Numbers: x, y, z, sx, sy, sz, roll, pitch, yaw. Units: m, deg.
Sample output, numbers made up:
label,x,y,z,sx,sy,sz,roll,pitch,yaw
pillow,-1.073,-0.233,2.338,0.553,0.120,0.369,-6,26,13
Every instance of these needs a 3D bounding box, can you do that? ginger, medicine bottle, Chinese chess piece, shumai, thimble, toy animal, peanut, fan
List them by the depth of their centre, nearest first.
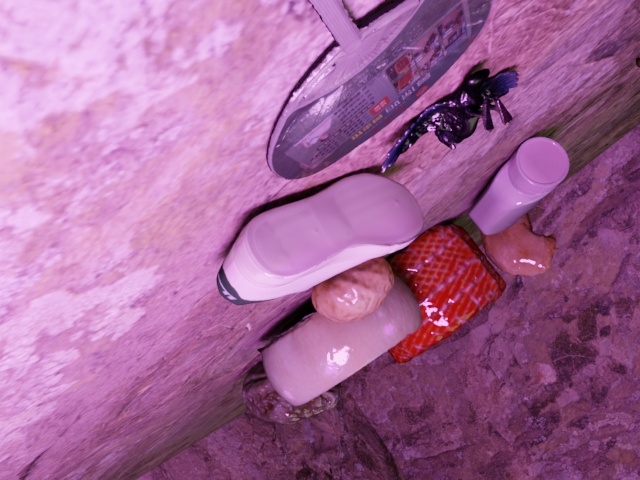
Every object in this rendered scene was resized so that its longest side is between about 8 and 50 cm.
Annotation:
label,x,y,z,sx,sy,sz,roll,pitch,yaw
fan,0.056,-0.141,0.445,0.223,0.012,0.294,-32,168,-16
toy animal,0.153,-0.136,0.644,0.220,0.062,0.108,-32,-175,-19
peanut,0.060,0.082,1.036,0.159,0.109,0.140,-24,-177,-27
Chinese chess piece,0.041,0.197,1.248,0.349,0.146,0.349,-33,173,-4
medicine bottle,0.426,-0.113,1.294,0.161,0.111,0.296,-35,169,-8
ginger,0.475,-0.013,1.490,0.152,0.267,0.138,-19,147,-11
thimble,0.266,0.132,1.494,0.350,0.231,0.350,-35,169,-8
shumai,-0.089,0.324,1.509,0.260,0.222,0.225,-9,-152,23

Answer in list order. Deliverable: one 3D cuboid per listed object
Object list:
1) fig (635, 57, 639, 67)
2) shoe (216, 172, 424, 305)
label,x,y,z,sx,sy,sz,roll,pitch,yaw
fig,0.665,-0.369,1.046,0.149,0.149,0.245,-24,-178,-42
shoe,0.000,0.000,0.653,0.264,0.095,0.110,-15,162,-44
